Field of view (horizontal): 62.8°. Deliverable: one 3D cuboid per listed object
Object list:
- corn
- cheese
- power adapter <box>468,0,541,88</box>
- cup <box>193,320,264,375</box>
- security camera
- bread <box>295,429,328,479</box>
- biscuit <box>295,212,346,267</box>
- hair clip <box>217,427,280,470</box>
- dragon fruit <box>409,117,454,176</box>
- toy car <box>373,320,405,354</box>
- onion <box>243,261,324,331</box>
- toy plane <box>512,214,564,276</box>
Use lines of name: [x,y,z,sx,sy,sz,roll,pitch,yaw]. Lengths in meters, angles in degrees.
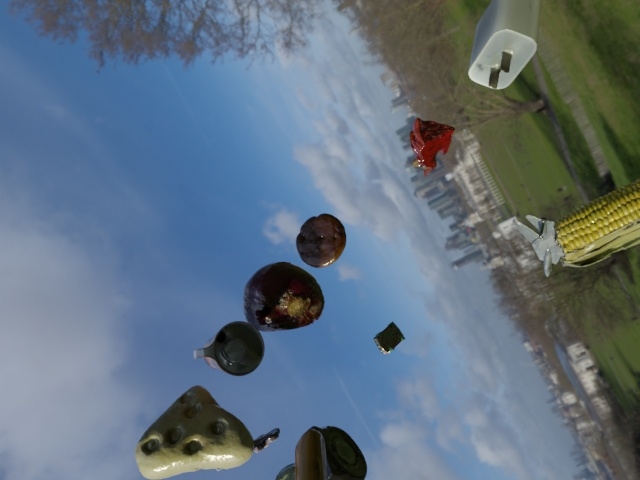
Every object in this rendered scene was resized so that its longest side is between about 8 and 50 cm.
corn: [0.630,-0.047,1.084,0.122,0.305,0.123,6,-121,-65]
cheese: [-0.429,0.691,1.751,0.351,0.328,0.130,30,144,34]
power adapter: [0.478,-0.509,1.368,0.187,0.124,0.255,115,172,-62]
cup: [-0.339,0.389,1.844,0.226,0.264,0.182,0,-104,-28]
security camera: [-0.015,0.704,1.546,0.191,0.277,0.197,32,-162,-39]
bread: [-0.021,0.538,1.169,0.239,0.073,0.093,-95,-15,-61]
biscuit: [0.000,0.000,1.931,0.036,0.212,0.212,30,-145,-56]
hair clip: [-0.261,0.737,1.868,0.146,0.257,0.075,116,135,-73]
dragon fruit: [0.307,-0.270,1.497,0.092,0.122,0.192,51,175,28]
toy car: [0.213,0.310,1.653,0.069,0.055,0.142,55,-144,9]
onion: [-0.154,0.212,2.130,0.282,0.336,0.260,-169,71,-71]
toy plane: [0.678,0.021,1.543,0.088,0.212,0.267,-60,-34,-18]
